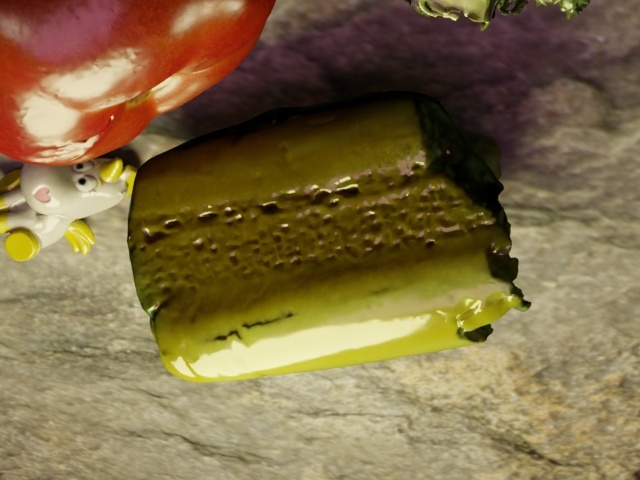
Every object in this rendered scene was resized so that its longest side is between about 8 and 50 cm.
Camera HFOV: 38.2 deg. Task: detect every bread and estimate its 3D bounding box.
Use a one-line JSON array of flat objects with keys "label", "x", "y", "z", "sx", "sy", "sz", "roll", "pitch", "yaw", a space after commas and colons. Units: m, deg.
[{"label": "bread", "x": 0.000, "y": 0.000, "z": 0.905, "sx": 0.377, "sy": 0.251, "sz": 0.208, "roll": -12, "pitch": 171, "yaw": 16}]

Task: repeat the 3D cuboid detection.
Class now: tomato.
[{"label": "tomato", "x": -0.176, "y": -0.206, "z": 0.732, "sx": 0.299, "sy": 0.299, "sz": 0.226, "roll": -36, "pitch": 86, "yaw": 34}]

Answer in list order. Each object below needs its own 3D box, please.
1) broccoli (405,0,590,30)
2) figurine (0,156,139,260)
[{"label": "broccoli", "x": 0.111, "y": -0.243, "z": 0.696, "sx": 0.198, "sy": 0.176, "sz": 0.226, "roll": -14, "pitch": 113, "yaw": 46}, {"label": "figurine", "x": -0.278, "y": -0.050, "z": 1.014, "sx": 0.130, "sy": 0.109, "sz": 0.178, "roll": 14, "pitch": 140, "yaw": -42}]
